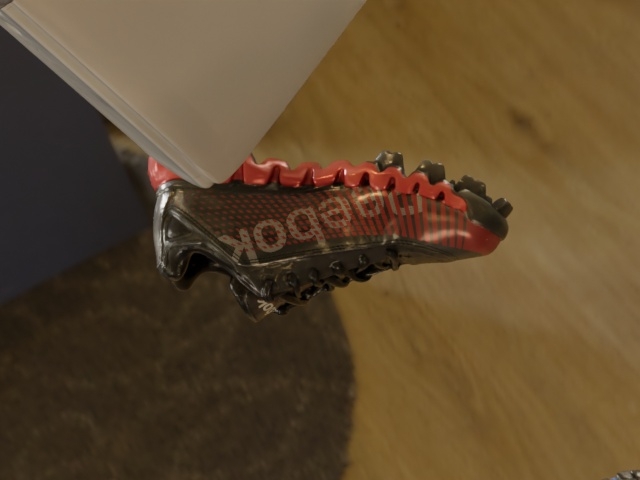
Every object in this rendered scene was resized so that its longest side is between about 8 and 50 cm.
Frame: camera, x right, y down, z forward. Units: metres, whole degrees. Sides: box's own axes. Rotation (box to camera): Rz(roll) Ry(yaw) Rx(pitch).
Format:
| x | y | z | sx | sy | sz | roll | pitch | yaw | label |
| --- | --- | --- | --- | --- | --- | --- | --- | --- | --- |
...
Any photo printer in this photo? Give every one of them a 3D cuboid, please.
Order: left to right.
| x | y | z | sx | sy | sz | roll | pitch | yaw | label |
| --- | --- | --- | --- | --- | --- | --- | --- | --- | --- |
| -0.059 | -0.218 | 1.100 | 0.307 | 0.256 | 0.107 | -53 | 41 | -7 | photo printer |

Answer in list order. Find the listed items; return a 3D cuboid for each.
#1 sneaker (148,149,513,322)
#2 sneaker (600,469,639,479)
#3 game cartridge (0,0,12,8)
| x | y | z | sx | sy | sz | roll | pitch | yaw | label |
| --- | --- | --- | --- | --- | --- | --- | --- | --- | --- |
| 0.000 | 0.000 | 1.402 | 0.276 | 0.097 | 0.135 | 6 | 77 | 11 | sneaker |
| 0.218 | 0.207 | 1.033 | 0.087 | 0.221 | 0.083 | -47 | 19 | 12 | sneaker |
| -0.087 | -0.175 | 0.512 | 0.060 | 0.294 | 0.196 | 10 | 76 | -16 | game cartridge |
